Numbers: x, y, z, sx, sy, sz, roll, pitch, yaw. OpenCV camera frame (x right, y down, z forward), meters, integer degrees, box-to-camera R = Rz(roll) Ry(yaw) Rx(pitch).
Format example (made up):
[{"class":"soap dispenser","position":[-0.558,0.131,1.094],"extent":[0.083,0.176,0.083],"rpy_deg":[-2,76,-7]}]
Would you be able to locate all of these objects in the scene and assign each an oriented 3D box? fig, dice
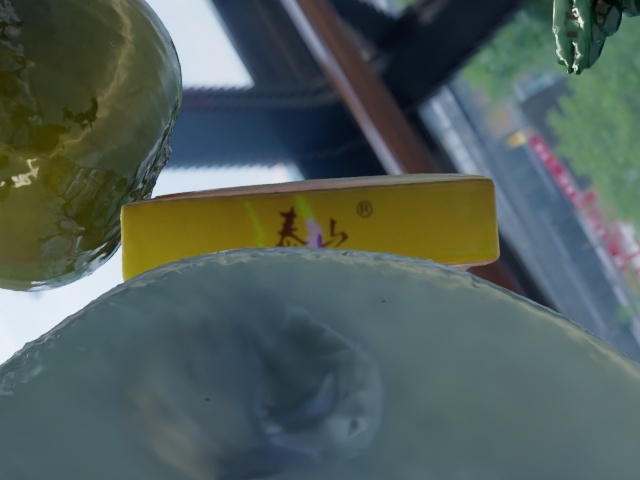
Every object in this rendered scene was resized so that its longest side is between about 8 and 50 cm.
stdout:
[{"class":"fig","position":[-0.281,-0.122,1.466],"extent":[0.316,0.316,0.316],"rpy_deg":[59,-177,-5]},{"class":"dice","position":[-0.004,0.184,0.446],"extent":[0.268,0.265,0.262],"rpy_deg":[38,144,18]}]

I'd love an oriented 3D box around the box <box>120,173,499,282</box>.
[{"class":"box","position":[0.000,0.000,0.789],"extent":[0.269,0.152,0.043],"rpy_deg":[60,-155,-87]}]

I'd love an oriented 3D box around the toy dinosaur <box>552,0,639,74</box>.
[{"class":"toy dinosaur","position":[0.165,-0.166,0.694],"extent":[0.094,0.153,0.259],"rpy_deg":[15,126,44]}]
